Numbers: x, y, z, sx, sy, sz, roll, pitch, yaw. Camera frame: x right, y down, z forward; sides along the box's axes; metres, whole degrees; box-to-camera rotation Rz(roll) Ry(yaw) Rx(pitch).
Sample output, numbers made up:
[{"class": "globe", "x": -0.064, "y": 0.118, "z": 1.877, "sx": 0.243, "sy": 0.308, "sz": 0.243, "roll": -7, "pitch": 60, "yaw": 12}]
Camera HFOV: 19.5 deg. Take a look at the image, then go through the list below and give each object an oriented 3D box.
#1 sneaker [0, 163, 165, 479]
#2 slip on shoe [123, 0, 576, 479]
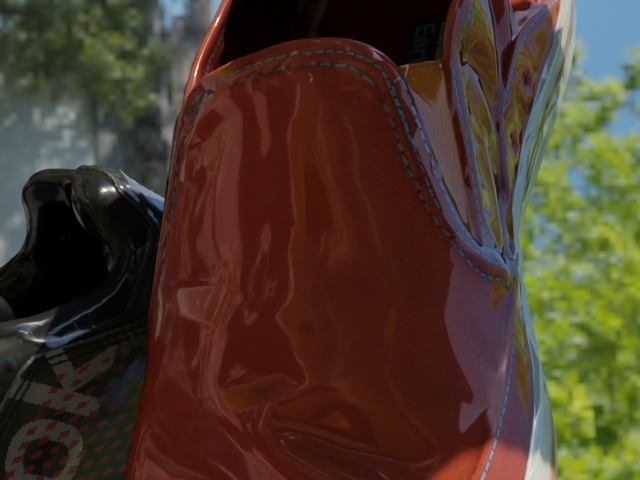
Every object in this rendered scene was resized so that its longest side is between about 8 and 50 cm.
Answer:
[{"class": "sneaker", "x": -0.115, "y": 0.086, "z": 0.557, "sx": 0.097, "sy": 0.276, "sz": 0.135, "roll": 6, "pitch": -39, "yaw": 52}, {"class": "slip on shoe", "x": 0.000, "y": 0.000, "z": 0.489, "sx": 0.101, "sy": 0.123, "sz": 0.331, "roll": 55, "pitch": 36, "yaw": -38}]
